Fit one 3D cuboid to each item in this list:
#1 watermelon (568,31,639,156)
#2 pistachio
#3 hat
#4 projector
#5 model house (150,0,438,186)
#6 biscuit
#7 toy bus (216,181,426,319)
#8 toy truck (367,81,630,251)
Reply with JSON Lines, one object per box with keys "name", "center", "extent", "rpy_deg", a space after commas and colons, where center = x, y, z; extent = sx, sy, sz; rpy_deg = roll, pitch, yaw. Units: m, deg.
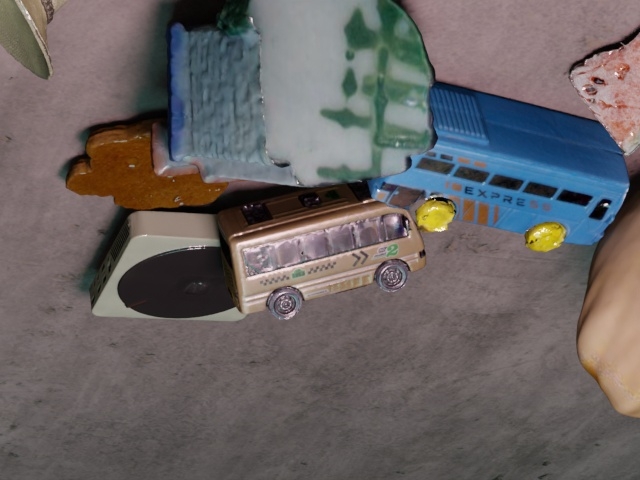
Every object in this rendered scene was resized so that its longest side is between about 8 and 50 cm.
{"name": "watermelon", "center": [0.404, -0.215, 2.195], "extent": [0.139, 0.071, 0.187], "rpy_deg": [22, 118, 23]}
{"name": "pistachio", "center": [0.528, 0.064, 2.362], "extent": [0.281, 0.445, 0.365], "rpy_deg": [36, 155, -5]}
{"name": "hat", "center": [-0.329, -0.317, 1.822], "extent": [0.130, 0.257, 0.257], "rpy_deg": [-38, 153, -15]}
{"name": "projector", "center": [-0.201, 0.037, 2.512], "extent": [0.259, 0.079, 0.257], "rpy_deg": [3, 149, -24]}
{"name": "model house", "center": [-0.073, -0.186, 2.067], "extent": [0.295, 0.252, 0.329], "rpy_deg": [-9, -177, -43]}
{"name": "biscuit", "center": [-0.221, -0.109, 2.304], "extent": [0.290, 0.041, 0.208], "rpy_deg": [-8, 150, 9]}
{"name": "toy bus", "center": [0.000, 0.000, 2.373], "extent": [0.289, 0.139, 0.157], "rpy_deg": [-13, 117, -8]}
{"name": "toy truck", "center": [0.247, -0.102, 2.281], "extent": [0.385, 0.161, 0.162], "rpy_deg": [12, 137, -25]}
